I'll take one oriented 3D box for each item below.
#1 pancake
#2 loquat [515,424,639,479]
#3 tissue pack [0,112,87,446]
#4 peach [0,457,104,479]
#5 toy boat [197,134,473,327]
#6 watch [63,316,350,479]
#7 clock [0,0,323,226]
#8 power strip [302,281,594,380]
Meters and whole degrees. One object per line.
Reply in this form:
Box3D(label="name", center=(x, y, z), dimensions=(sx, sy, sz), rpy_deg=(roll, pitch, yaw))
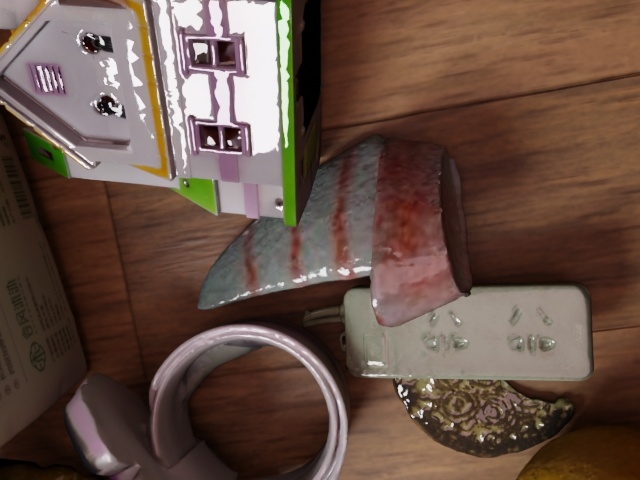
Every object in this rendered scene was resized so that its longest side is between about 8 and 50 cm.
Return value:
Box3D(label="pancake", center=(0.168, 0.139, 0.705), dimensions=(0.184, 0.020, 0.191), rpy_deg=(-9, 98, 10))
Box3D(label="loquat", center=(0.280, 0.302, 0.593), dimensions=(0.262, 0.263, 0.263), rpy_deg=(1, 98, 8))
Box3D(label="tissue pack", center=(-0.396, 0.025, 0.643), dimensions=(0.193, 0.266, 0.357), rpy_deg=(-16, 96, 5))
Box3D(label="peach", center=(-0.297, 0.398, 0.615), dimensions=(0.353, 0.339, 0.417), rpy_deg=(-30, 122, -24))
Box3D(label="toy boat", center=(0.000, 0.000, 0.667), dimensions=(0.282, 0.096, 0.206), rpy_deg=(-15, 62, 23))
Box3D(label="watch", center=(-0.096, 0.176, 0.669), dimensions=(0.231, 0.196, 0.244), rpy_deg=(-43, 87, 5))
Box3D(label="clock", center=(-0.157, -0.161, 0.610), dimensions=(0.309, 0.166, 0.235), rpy_deg=(6, 127, 7))
Box3D(label="power strip", center=(0.117, 0.089, 0.667), dimensions=(0.287, 0.053, 0.093), rpy_deg=(-3, 90, 16))
